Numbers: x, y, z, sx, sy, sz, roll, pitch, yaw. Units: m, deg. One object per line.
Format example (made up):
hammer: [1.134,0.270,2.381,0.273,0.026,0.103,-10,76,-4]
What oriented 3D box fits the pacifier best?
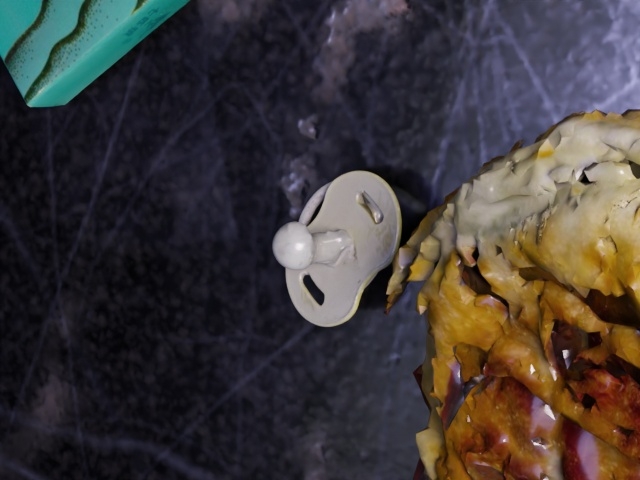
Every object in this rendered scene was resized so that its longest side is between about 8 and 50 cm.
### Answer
pacifier: [0.000,0.000,0.853,0.083,0.064,0.068,-54,54,23]

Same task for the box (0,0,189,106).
box: [-0.146,-0.208,0.916,0.161,0.042,0.226,-35,79,29]

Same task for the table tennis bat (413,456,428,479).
table tennis bat: [0.147,0.200,0.817,0.200,0.038,0.310,-23,83,32]

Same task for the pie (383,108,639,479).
pie: [0.135,0.079,0.713,0.308,0.085,0.308,31,133,39]
